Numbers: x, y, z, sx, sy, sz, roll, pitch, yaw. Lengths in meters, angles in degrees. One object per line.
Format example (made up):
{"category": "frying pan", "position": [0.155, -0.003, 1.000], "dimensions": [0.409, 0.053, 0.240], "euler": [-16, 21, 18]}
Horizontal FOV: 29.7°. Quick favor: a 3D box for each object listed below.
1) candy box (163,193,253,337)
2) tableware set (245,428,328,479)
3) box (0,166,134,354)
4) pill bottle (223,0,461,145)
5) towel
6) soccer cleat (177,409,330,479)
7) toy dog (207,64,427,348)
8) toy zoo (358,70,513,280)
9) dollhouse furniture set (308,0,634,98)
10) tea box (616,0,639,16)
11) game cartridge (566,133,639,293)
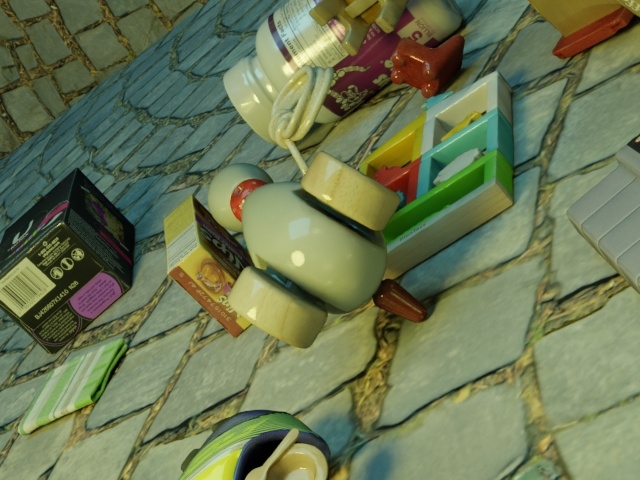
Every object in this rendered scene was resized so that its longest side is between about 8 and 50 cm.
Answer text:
{"category": "candy box", "position": [-0.123, 0.026, 1.372], "dimensions": [0.053, 0.109, 0.187], "euler": [-40, 21, 8]}
{"category": "tableware set", "position": [-0.025, 0.215, 0.838], "dimensions": [0.141, 0.020, 0.168], "euler": [-43, 43, -16]}
{"category": "box", "position": [-0.390, 0.024, 1.830], "dimensions": [0.165, 0.143, 0.270], "euler": [-40, 19, 7]}
{"category": "pill bottle", "position": [0.023, -0.261, 1.593], "dimensions": [0.301, 0.169, 0.169], "euler": [-36, 21, 19]}
{"category": "towel", "position": [-0.315, 0.190, 1.539], "dimensions": [0.152, 0.023, 0.113], "euler": [-25, 29, 36]}
{"category": "soccer cleat", "position": [-0.096, 0.246, 0.903], "dimensions": [0.121, 0.093, 0.289], "euler": [-2, 45, 51]}
{"category": "toy dog", "position": [0.000, 0.000, 1.113], "dimensions": [0.220, 0.161, 0.334], "euler": [-48, 22, 20]}
{"category": "toy zoo", "position": [0.112, -0.072, 1.239], "dimensions": [0.192, 0.030, 0.293], "euler": [-34, 22, 25]}
{"category": "dollhouse furniture set", "position": [0.181, -0.290, 1.328], "dimensions": [0.152, 0.201, 0.374], "euler": [-54, 16, -27]}
{"category": "tea box", "position": [0.265, -0.365, 0.935], "dimensions": [0.220, 0.329, 0.323], "euler": [-46, -25, -7]}
{"category": "game cartridge", "position": [0.341, -0.088, 0.803], "dimensions": [0.355, 0.068, 0.230], "euler": [-41, 24, 7]}
